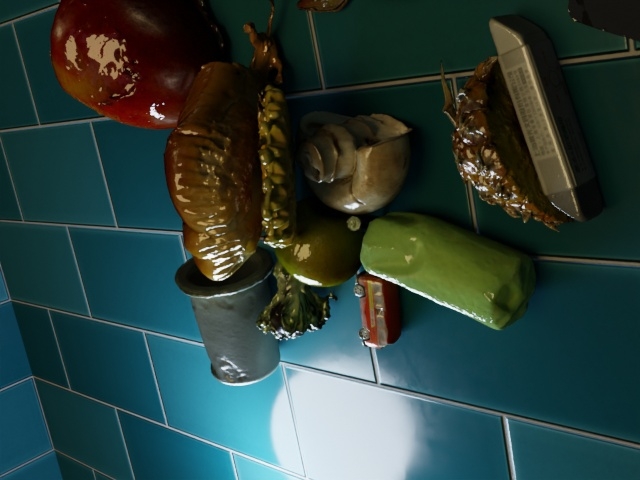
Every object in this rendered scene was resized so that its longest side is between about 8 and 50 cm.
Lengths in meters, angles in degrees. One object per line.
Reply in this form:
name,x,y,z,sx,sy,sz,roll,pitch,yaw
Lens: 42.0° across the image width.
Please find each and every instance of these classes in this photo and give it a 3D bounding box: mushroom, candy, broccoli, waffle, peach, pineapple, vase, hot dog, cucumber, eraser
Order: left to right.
peach,-0.410,-0.421,1.942,0.416,0.353,0.339,15,137,-5
hot dog,-0.198,-0.121,1.697,0.196,0.366,0.367,-5,131,10
vase,-0.210,0.187,2.034,0.245,0.245,0.291,18,127,42
waffle,-0.080,-0.131,1.583,0.329,0.062,0.330,-4,-90,-89
broccoli,-0.060,0.071,1.881,0.145,0.164,0.304,17,106,50
mushroom,0.051,-0.139,1.610,0.253,0.195,0.189,17,122,44
cucumber,0.096,-0.034,1.661,0.032,0.133,0.032,1,92,29
candy,0.232,0.045,1.545,0.343,0.132,0.142,22,131,40
pineapple,0.272,-0.151,1.393,0.158,0.161,0.335,-13,100,51
eraser,0.361,-0.197,1.325,0.061,0.089,0.352,-15,95,46

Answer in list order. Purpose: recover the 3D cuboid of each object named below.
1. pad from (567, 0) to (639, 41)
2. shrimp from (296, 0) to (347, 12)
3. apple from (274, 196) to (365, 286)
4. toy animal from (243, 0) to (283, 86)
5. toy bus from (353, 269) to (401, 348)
pad,0.455,-0.424,1.185,0.181,0.004,0.267,31,128,35
shrimp,-0.017,-0.519,1.623,0.253,0.058,0.173,-13,106,47
apple,0.000,0.000,1.729,0.196,0.196,0.157,40,127,29
toy animal,-0.122,-0.400,1.770,0.114,0.116,0.255,17,127,-10
toy bus,0.125,0.144,1.752,0.077,0.079,0.174,6,112,35
